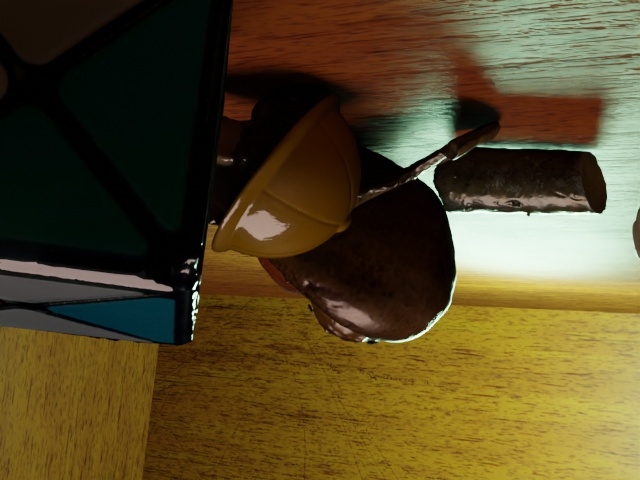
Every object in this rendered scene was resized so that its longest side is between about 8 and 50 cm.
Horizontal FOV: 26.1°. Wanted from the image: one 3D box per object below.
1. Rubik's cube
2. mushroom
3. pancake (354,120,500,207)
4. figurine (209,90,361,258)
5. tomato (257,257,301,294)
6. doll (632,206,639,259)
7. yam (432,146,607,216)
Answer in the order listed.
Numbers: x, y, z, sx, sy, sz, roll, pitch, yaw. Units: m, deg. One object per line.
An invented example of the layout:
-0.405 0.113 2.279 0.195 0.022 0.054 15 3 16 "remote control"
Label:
-0.198 -0.071 1.003 0.246 0.248 0.250 6 165 -4 "Rubik's cube"
0.050 0.006 1.561 0.263 0.195 0.283 47 176 34 "mushroom"
0.096 -0.072 1.358 0.184 0.020 0.190 -26 180 -10 "pancake"
-0.089 -0.071 1.329 0.257 0.167 0.192 8 -173 2 "figurine"
0.000 0.000 1.899 0.214 0.155 0.181 5 169 23 "tomato"
0.459 -0.002 1.640 0.138 0.119 0.293 -8 172 35 "doll"
0.213 -0.063 1.480 0.179 0.078 0.078 3 173 23 "yam"
